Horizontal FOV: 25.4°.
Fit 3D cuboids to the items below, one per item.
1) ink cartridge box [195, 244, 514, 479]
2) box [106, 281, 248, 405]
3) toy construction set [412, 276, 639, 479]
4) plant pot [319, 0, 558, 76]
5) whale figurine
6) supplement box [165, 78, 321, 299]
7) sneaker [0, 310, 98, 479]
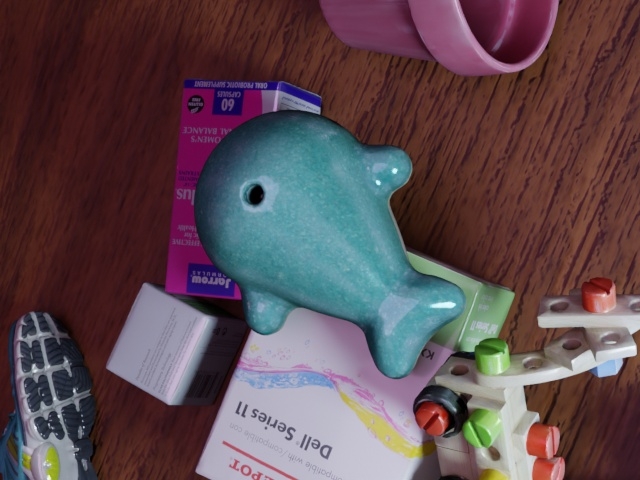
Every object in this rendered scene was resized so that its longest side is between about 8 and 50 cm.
[{"bbox_3d":[0.020,0.171,1.380,0.207,0.119,0.354,23,93,23],"label":"ink cartridge box"},{"bbox_3d":[-0.147,0.108,1.466,0.087,0.101,0.102,25,93,23],"label":"box"},{"bbox_3d":[0.204,0.190,1.241,0.215,0.151,0.328,8,110,32],"label":"toy construction set"},{"bbox_3d":[0.104,-0.254,1.357,0.180,0.201,0.201,1,86,39],"label":"plant pot"},{"bbox_3d":[0.000,0.000,1.267,0.216,0.141,0.272,-48,70,9],"label":"whale figurine"},{"bbox_3d":[-0.077,-0.048,1.447,0.111,0.114,0.220,4,88,22],"label":"supplement box"},{"bbox_3d":[-0.313,0.214,1.530,0.110,0.107,0.275,-10,81,31],"label":"sneaker"}]
